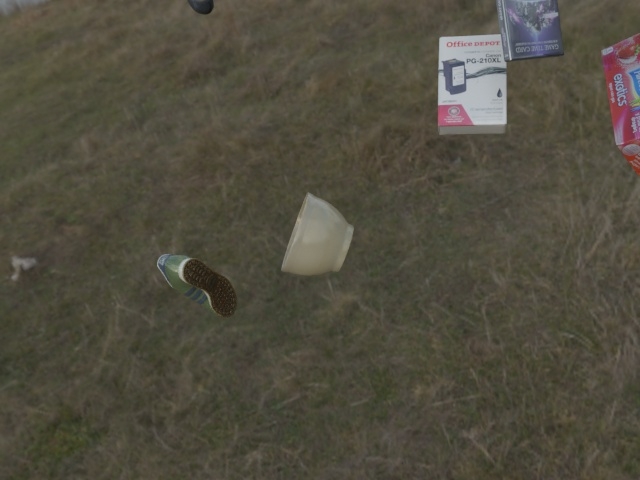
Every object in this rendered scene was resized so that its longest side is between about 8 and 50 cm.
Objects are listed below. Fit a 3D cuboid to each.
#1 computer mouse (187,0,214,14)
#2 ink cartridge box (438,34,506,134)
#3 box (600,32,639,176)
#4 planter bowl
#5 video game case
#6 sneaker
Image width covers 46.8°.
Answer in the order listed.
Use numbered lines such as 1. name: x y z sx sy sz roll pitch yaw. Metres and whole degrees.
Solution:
1. computer mouse: -0.322 -0.604 1.700 0.041 0.071 0.242 -30 65 -22
2. ink cartridge box: 0.389 -0.399 1.897 0.171 0.237 0.100 0 -7 11
3. box: 0.626 -0.262 1.397 0.122 0.128 0.257 -21 47 35
4. planter bowl: 0.000 0.000 1.436 0.109 0.162 0.162 19 33 -4
5. video game case: 0.462 -0.545 1.653 0.196 0.274 0.026 -14 9 -36
6. sneaker: -0.231 0.078 1.376 0.086 0.192 0.064 14 67 30
